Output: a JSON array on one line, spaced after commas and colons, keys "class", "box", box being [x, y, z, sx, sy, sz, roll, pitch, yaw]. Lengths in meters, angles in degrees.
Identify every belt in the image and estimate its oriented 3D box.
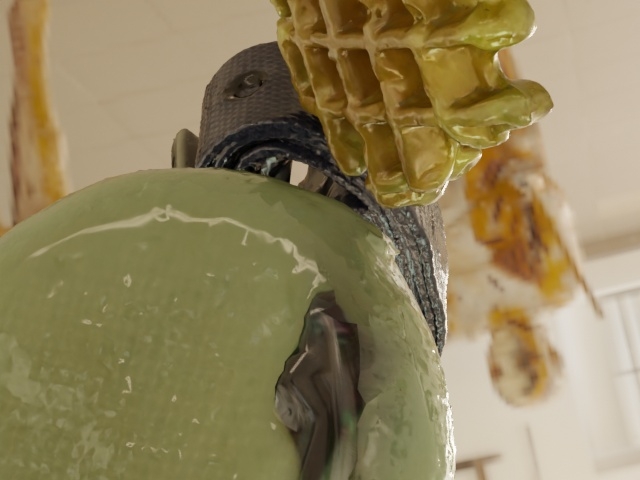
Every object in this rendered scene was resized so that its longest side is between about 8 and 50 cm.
[{"class": "belt", "box": [0.000, 0.000, 0.970, 0.139, 0.126, 0.230, -20, 125, 14]}]

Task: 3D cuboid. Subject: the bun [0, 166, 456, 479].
[{"class": "bun", "box": [-0.063, 0.114, 0.802, 0.293, 0.293, 0.187, -16, 155, 17]}]

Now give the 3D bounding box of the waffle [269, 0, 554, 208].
[{"class": "waffle", "box": [0.038, -0.116, 0.787, 0.057, 0.219, 0.229, -21, -163, -23]}]
